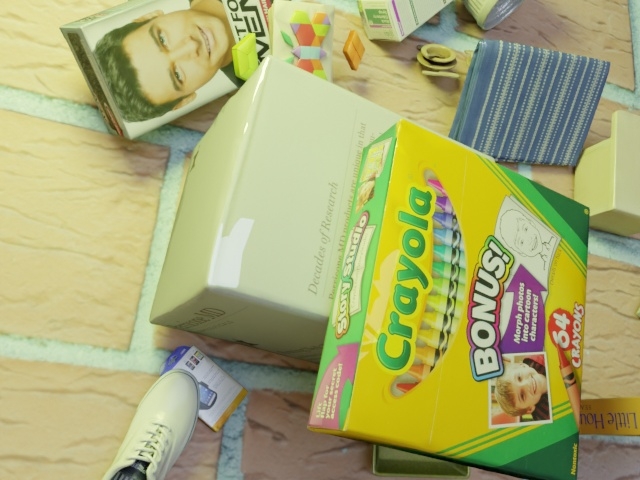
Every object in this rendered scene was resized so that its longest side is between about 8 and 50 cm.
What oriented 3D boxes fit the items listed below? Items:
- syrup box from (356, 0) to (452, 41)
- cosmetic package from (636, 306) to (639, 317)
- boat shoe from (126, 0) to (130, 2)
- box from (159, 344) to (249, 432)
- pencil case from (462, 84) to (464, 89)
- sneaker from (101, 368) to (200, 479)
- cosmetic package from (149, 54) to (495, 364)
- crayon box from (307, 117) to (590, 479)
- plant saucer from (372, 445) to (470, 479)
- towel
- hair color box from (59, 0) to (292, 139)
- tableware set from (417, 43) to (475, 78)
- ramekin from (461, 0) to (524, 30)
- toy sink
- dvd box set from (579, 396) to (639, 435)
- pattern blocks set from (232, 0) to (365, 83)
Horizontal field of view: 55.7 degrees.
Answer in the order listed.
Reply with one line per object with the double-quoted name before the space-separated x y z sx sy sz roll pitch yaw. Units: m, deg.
"syrup box" 0.196 -0.521 1.281 0.237 0.093 0.096 -41 129 -22
"cosmetic package" 0.860 0.148 1.333 0.224 0.138 0.224 44 63 -4
"boat shoe" -0.211 -0.462 1.135 0.302 0.094 0.109 -24 84 -25
"box" -0.192 0.232 0.970 0.136 0.028 0.081 41 65 -2
"pencil case" 0.418 -0.342 1.348 0.206 0.088 0.086 -17 118 -24
"sneaker" -0.246 0.310 0.876 0.094 0.091 0.258 25 72 -8
"cosmetic package" 0.000 0.000 0.924 0.394 0.329 0.327 19 69 -22
"crayon box" 0.175 0.080 0.742 0.313 0.106 0.362 20 68 -22
"plant saucer" 0.171 0.318 1.071 0.188 0.045 0.188 9 72 -18
"towel" 0.440 -0.282 1.286 0.336 0.040 0.243 2 115 -21
"hair color box" -0.218 -0.340 1.039 0.375 0.114 0.185 -34 124 -25
"tableware set" 0.304 -0.391 1.287 0.194 0.039 0.128 5 45 -4
"ramekin" 0.404 -0.586 1.351 0.207 0.207 0.109 -36 80 -26
"toy sink" 0.667 -0.146 1.354 0.153 0.131 0.234 13 75 -17
"dvd box set" 0.563 0.300 1.018 0.308 0.420 0.062 7 72 -20
"pattern blocks set" -0.030 -0.342 1.100 0.286 0.026 0.324 -27 121 -30
